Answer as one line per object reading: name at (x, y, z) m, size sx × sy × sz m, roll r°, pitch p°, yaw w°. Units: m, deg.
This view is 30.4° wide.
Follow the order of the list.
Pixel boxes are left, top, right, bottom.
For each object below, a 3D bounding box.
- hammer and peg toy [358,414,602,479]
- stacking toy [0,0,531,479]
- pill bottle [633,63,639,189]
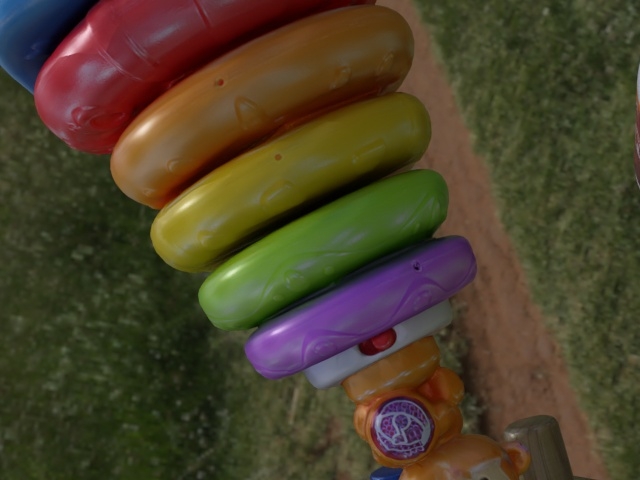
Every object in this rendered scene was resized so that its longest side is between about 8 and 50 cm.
hammer and peg toy at (-0.009, 0.221, 0.770) m, size 0.266 × 0.361 × 0.127 m, roll -11°, pitch 95°, yaw 64°
stacking toy at (0.000, 0.000, 0.502) m, size 0.301 × 0.175 × 0.166 m, roll 63°, pitch 177°, yaw 6°
pill bottle at (0.273, -0.069, 0.792) m, size 0.221 × 0.121 × 0.121 m, roll 50°, pitch -135°, yaw -69°
